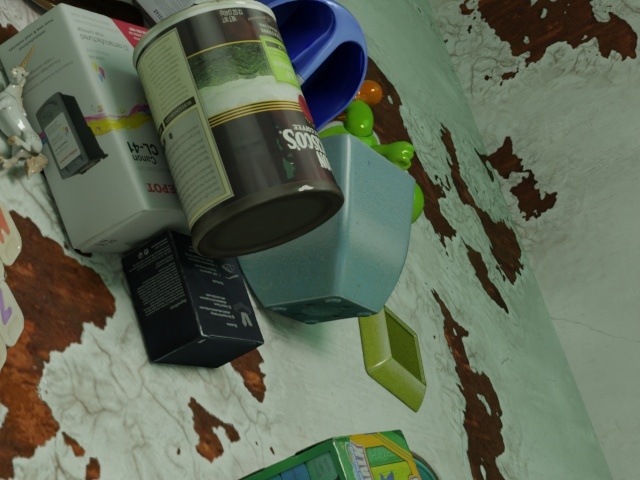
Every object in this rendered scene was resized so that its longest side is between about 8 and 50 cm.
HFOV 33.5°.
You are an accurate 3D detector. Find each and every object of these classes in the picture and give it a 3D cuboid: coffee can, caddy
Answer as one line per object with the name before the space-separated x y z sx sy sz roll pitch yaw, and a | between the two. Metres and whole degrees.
coffee can | -0.109 -0.141 1.378 0.201 0.201 0.275 11 56 -63
caddy | -0.085 -0.274 1.782 0.241 0.341 0.179 45 11 -34

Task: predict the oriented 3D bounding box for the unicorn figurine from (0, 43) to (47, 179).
unicorn figurine | -0.388 -0.157 1.335 0.111 0.060 0.162 -40 117 -68

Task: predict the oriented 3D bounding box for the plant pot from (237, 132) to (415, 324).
plant pot | 0.000 0.000 1.766 0.248 0.247 0.252 27 58 -55

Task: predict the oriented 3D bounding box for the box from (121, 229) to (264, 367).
box | -0.174 0.084 1.460 0.156 0.093 0.158 18 47 -60

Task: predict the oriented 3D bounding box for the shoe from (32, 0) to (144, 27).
shoe | -0.368 -0.350 1.593 0.219 0.058 0.076 19 60 -42

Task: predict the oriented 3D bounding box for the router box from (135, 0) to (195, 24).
router box | -0.344 -0.489 1.535 0.301 0.082 0.335 48 1 18

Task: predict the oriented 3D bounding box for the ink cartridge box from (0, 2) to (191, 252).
ink cartridge box | -0.278 -0.146 1.454 0.226 0.131 0.306 -1 64 -65

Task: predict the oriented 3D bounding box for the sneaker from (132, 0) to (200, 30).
sneaker | -0.212 -0.371 1.859 0.286 0.130 0.109 33 38 -48

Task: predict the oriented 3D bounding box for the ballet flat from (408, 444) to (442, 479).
ballet flat | 0.149 0.418 1.767 0.400 0.139 0.139 48 26 -41

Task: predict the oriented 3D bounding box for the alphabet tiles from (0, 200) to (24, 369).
alphabet tiles | -0.378 0.025 1.068 0.284 0.021 0.278 -79 154 -57

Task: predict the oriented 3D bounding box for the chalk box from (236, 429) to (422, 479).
chalk box | 0.013 0.371 1.420 0.289 0.179 0.180 12 53 -62

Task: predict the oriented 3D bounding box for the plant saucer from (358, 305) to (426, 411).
plant saucer | 0.146 0.213 2.071 0.188 0.045 0.188 42 30 -40

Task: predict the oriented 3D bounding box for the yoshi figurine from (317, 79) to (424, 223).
yoshi figurine | 0.117 -0.154 2.249 0.203 0.203 0.362 43 31 -52
